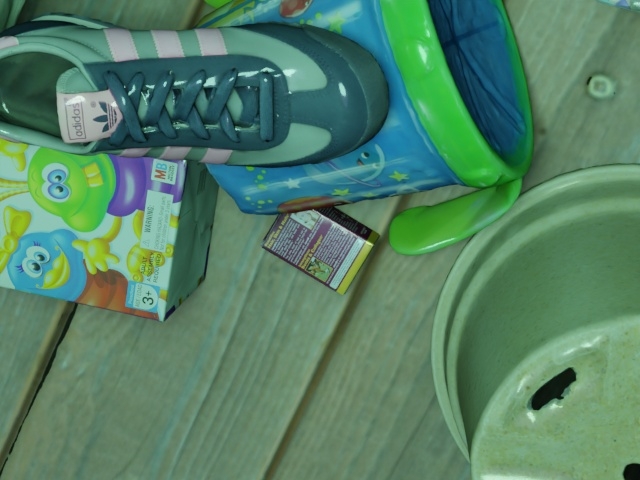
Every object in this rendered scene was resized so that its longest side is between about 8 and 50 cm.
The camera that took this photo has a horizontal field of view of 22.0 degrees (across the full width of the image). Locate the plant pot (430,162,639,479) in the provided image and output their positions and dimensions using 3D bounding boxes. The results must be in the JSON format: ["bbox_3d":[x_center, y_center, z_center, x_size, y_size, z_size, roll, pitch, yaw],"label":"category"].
[{"bbox_3d":[0.235,0.129,1.247,0.333,0.305,0.334,2,102,9],"label":"plant pot"}]

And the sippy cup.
[{"bbox_3d":[0.020,-0.126,1.278,0.224,0.240,0.306,-17,91,21],"label":"sippy cup"}]

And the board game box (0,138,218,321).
[{"bbox_3d":[-0.235,-0.042,1.375,0.275,0.144,0.142,12,105,8],"label":"board game box"}]

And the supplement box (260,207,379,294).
[{"bbox_3d":[0.000,0.000,1.395,0.083,0.043,0.055,32,106,1],"label":"supplement box"}]

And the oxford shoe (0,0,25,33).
[{"bbox_3d":[-0.309,-0.140,1.243,0.169,0.449,0.130,-24,125,29],"label":"oxford shoe"}]

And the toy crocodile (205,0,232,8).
[{"bbox_3d":[-0.003,-0.329,1.290,0.105,0.115,0.340,29,108,-18],"label":"toy crocodile"}]

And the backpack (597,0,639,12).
[{"bbox_3d":[0.310,-0.257,1.197,0.253,0.225,0.191,10,126,3],"label":"backpack"}]

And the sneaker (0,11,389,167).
[{"bbox_3d":[-0.114,-0.094,1.162,0.319,0.131,0.112,4,112,24],"label":"sneaker"}]
